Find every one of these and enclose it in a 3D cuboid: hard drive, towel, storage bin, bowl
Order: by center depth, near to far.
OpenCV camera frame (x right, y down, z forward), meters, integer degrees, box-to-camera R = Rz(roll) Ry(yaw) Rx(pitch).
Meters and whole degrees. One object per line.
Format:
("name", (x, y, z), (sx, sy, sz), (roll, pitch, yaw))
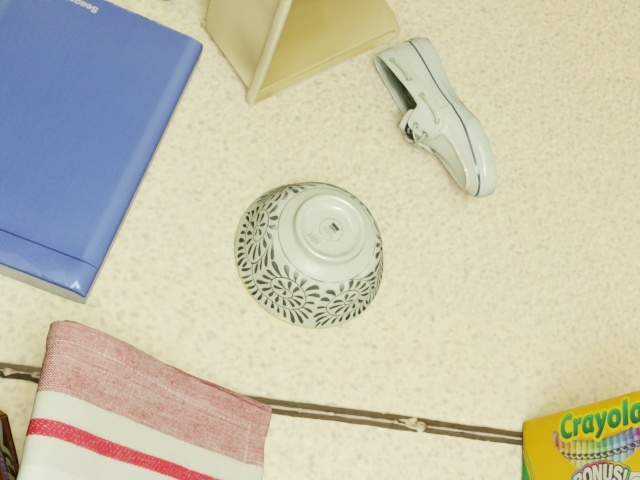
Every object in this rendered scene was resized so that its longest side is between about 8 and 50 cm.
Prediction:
("towel", (-0.128, 0.244, 0.572), (0.237, 0.037, 0.328), (33, 42, -39))
("hard drive", (-0.275, -0.117, 0.775), (0.210, 0.040, 0.318), (22, 64, -8))
("bowl", (0.000, 0.000, 0.793), (0.170, 0.080, 0.170), (7, 66, -15))
("storage bin", (0.020, -0.311, 0.826), (0.260, 0.262, 0.123), (-31, 78, -26))

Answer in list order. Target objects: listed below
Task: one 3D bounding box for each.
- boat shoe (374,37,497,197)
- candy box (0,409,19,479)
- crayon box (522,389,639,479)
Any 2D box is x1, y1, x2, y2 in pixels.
("boat shoe", (0.130, -0.140, 0.902), (0.076, 0.083, 0.226), (-17, 63, -11))
("candy box", (-0.266, 0.178, 0.574), (0.053, 0.186, 0.109), (-15, 74, -19))
("crayon box", (0.287, 0.230, 0.678), (0.081, 0.278, 0.165), (14, 65, -13))
